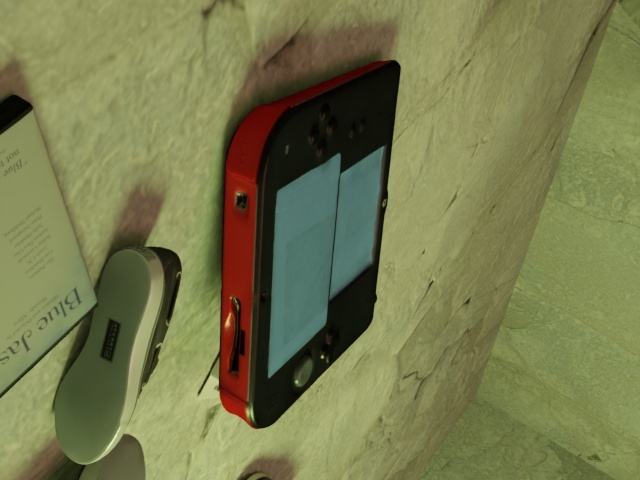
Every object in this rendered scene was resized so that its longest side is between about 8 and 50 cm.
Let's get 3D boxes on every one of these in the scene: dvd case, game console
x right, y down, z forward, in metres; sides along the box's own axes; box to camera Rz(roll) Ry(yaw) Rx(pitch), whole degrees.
[{"bbox_3d":[-0.256,0.035,0.666,0.180,0.022,0.253,-48,157,-30],"label":"dvd case"},{"bbox_3d":[0.000,0.000,1.063,0.342,0.060,0.386,-31,133,-51],"label":"game console"}]

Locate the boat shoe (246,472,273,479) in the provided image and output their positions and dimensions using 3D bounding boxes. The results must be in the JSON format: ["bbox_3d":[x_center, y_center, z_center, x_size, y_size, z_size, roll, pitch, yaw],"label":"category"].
[{"bbox_3d":[-0.089,0.500,1.601,0.116,0.097,0.324,-53,159,-17],"label":"boat shoe"}]

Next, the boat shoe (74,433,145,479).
[{"bbox_3d":[-0.274,0.349,0.940,0.113,0.105,0.306,49,47,-58],"label":"boat shoe"}]

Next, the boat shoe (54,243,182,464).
[{"bbox_3d":[-0.188,0.107,0.862,0.076,0.080,0.228,-11,121,-62],"label":"boat shoe"}]

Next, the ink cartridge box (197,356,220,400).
[{"bbox_3d":[-0.078,0.145,1.185,0.181,0.062,0.104,-62,159,5],"label":"ink cartridge box"}]
